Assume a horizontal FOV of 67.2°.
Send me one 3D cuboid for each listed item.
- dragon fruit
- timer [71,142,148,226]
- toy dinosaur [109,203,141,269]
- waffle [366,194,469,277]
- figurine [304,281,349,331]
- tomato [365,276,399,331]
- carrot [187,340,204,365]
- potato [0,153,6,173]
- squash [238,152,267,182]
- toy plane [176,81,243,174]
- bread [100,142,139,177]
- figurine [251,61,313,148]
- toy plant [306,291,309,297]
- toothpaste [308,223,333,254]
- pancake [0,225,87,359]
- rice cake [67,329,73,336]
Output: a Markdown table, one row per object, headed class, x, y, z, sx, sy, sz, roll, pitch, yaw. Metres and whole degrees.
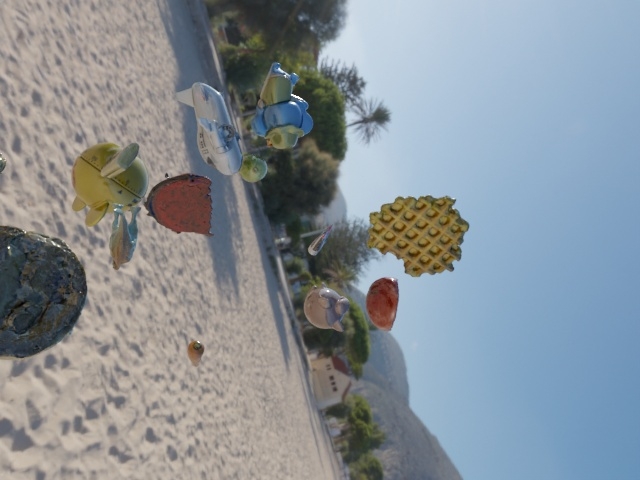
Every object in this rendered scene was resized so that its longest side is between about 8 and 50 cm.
| class | x | y | z | sx | sy | sz | roll | pitch | yaw |
| --- | --- | --- | --- | --- | --- | --- | --- | --- | --- |
| dragon fruit | -0.571 | -0.163 | 1.964 | 0.344 | 0.282 | 0.100 | 106 | -17 | -47 |
| timer | -1.013 | -0.257 | 2.278 | 0.376 | 0.387 | 0.376 | 33 | -6 | 4 |
| toy dinosaur | -0.613 | -0.029 | 1.498 | 0.393 | 0.092 | 0.206 | -24 | -120 | 60 |
| waffle | 0.264 | -0.006 | 1.315 | 0.051 | 0.291 | 0.291 | -79 | 159 | -59 |
| figurine | 0.015 | 0.192 | 1.376 | 0.138 | 0.125 | 0.125 | 22 | -51 | 61 |
| tomato | 0.196 | 0.204 | 1.567 | 0.189 | 0.099 | 0.173 | 82 | 17 | -77 |
| carrot | -0.471 | 0.436 | 1.800 | 0.257 | 0.061 | 0.061 | 118 | -39 | -54 |
| potato | -1.033 | -0.240 | 1.327 | 0.192 | 0.296 | 0.141 | -96 | -160 | -54 |
| squash | -0.226 | -0.229 | 1.464 | 0.250 | 0.083 | 0.083 | 33 | -40 | 60 |
| toy plane | -0.279 | -0.292 | 1.265 | 0.252 | 0.118 | 0.252 | 159 | -90 | -88 |
| bread | -0.817 | -0.326 | 1.974 | 0.178 | 0.139 | 0.060 | -9 | -45 | 47 |
| figurine | -0.117 | -0.428 | 1.563 | 0.153 | 0.180 | 0.262 | 11 | -89 | 43 |
| toy plant | -0.015 | 0.297 | 2.161 | 0.093 | 0.092 | 0.162 | -115 | -177 | -64 |
| toothpaste | 0.000 | 0.000 | 1.953 | 0.045 | 0.071 | 0.193 | 39 | -37 | 1 |
| pancake | -0.848 | 0.142 | 1.335 | 0.082 | 0.386 | 0.387 | -35 | -114 | 49 |
| rice cake | -0.941 | 0.275 | 1.659 | 0.180 | 0.030 | 0.042 | 35 | 34 | -25 |
